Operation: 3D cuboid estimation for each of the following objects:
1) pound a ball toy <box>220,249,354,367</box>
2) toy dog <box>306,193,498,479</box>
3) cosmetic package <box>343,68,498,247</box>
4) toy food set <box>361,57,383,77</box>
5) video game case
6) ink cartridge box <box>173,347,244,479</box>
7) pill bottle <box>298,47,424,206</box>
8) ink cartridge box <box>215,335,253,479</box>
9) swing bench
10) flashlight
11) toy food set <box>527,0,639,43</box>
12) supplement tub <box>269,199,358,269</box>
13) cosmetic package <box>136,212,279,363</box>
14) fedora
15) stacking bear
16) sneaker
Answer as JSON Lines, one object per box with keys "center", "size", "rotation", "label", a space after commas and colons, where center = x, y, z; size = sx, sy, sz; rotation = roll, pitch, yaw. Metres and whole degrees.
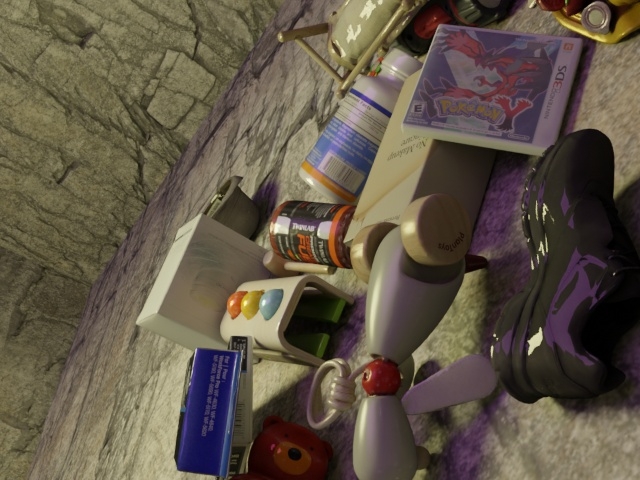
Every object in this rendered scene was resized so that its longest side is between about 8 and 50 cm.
{"center": [-0.071, 0.097, 1.271], "size": [0.319, 0.135, 0.208], "rotation": [-9, 54, 63], "label": "pound a ball toy"}
{"center": [0.123, 0.113, 0.858], "size": [0.220, 0.161, 0.334], "rotation": [25, 100, 66], "label": "toy dog"}
{"center": [0.164, -0.116, 1.057], "size": [0.160, 0.113, 0.309], "rotation": [-20, 43, 58], "label": "cosmetic package"}
{"center": [0.119, -0.370, 1.612], "size": [0.082, 0.020, 0.083], "rotation": [-52, 22, 18], "label": "toy food set"}
{"center": [0.230, -0.207, 0.967], "size": [0.201, 0.023, 0.183], "rotation": [13, 67, 22], "label": "video game case"}
{"center": [-0.168, 0.244, 1.040], "size": [0.332, 0.065, 0.165], "rotation": [135, 143, -70], "label": "ink cartridge box"}
{"center": [0.094, -0.187, 1.249], "size": [0.272, 0.152, 0.152], "rotation": [-56, 21, 8], "label": "pill bottle"}
{"center": [-0.144, 0.297, 1.167], "size": [0.206, 0.045, 0.208], "rotation": [-96, 16, -48], "label": "ink cartridge box"}
{"center": [0.099, -0.431, 1.275], "size": [0.255, 0.165, 0.253], "rotation": [-46, 1, -37], "label": "swing bench"}
{"center": [0.226, -0.408, 1.329], "size": [0.103, 0.103, 0.304], "rotation": [-34, 9, -21], "label": "flashlight"}
{"center": [0.331, -0.334, 0.921], "size": [0.218, 0.071, 0.128], "rotation": [45, 127, 46], "label": "toy food set"}
{"center": [0.018, -0.010, 1.185], "size": [0.197, 0.106, 0.106], "rotation": [7, 65, 38], "label": "supplement tub"}
{"center": [-0.207, 0.106, 1.439], "size": [0.138, 0.224, 0.225], "rotation": [-25, 41, 57], "label": "cosmetic package"}
{"center": [-0.240, -0.038, 1.838], "size": [0.244, 0.124, 0.275], "rotation": [-48, 15, 22], "label": "fedora"}
{"center": [-0.083, 0.369, 0.927], "size": [0.289, 0.175, 0.164], "rotation": [-60, -8, -29], "label": "stacking bear"}
{"center": [0.262, 0.021, 0.697], "size": [0.130, 0.109, 0.286], "rotation": [-10, 62, 55], "label": "sneaker"}
